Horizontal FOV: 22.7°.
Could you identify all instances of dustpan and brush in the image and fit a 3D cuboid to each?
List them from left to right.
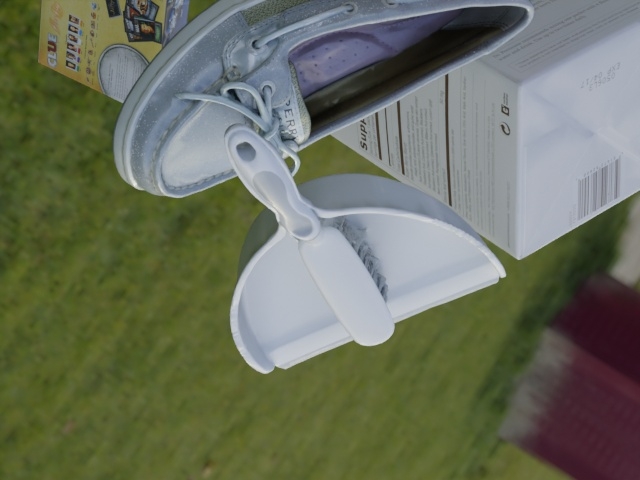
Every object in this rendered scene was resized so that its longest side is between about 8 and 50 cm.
[{"bbox_3d":[0.000,0.000,0.799,0.147,0.060,0.211,-23,132,11],"label":"dustpan and brush"}]

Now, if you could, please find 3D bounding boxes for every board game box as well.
[{"bbox_3d":[-0.211,-0.266,1.640,0.042,0.165,0.243,-37,146,-48],"label":"board game box"}]

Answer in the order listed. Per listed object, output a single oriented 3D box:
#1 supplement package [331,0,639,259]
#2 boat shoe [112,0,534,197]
[{"bbox_3d":[0.132,-0.150,1.360,0.177,0.293,0.175,-28,133,-26],"label":"supplement package"},{"bbox_3d":[0.002,-0.121,1.125,0.320,0.103,0.118,-29,139,-22],"label":"boat shoe"}]
